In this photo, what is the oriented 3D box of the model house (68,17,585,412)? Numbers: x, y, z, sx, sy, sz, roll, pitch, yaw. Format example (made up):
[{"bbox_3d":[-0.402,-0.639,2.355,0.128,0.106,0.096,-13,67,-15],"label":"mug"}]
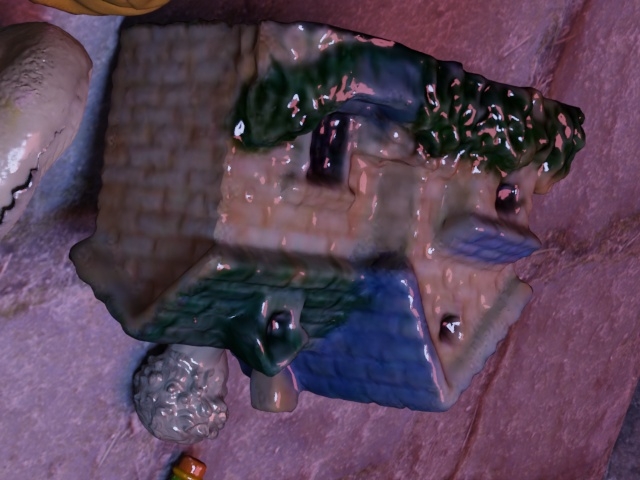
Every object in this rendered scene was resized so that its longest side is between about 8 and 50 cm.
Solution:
[{"bbox_3d":[0.000,0.000,1.811,0.445,0.395,0.400,13,88,-46],"label":"model house"}]

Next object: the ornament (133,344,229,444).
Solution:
[{"bbox_3d":[-0.140,0.117,2.045,0.130,0.120,0.285,8,109,-34],"label":"ornament"}]

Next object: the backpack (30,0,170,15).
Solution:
[{"bbox_3d":[-0.190,-0.375,1.511,0.353,0.201,0.378,-54,144,1],"label":"backpack"}]

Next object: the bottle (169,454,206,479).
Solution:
[{"bbox_3d":[-0.206,0.369,2.209,0.187,0.069,0.069,-61,147,-1],"label":"bottle"}]

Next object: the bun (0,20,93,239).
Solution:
[{"bbox_3d":[-0.311,-0.107,1.564,0.141,0.239,0.239,35,86,-17],"label":"bun"}]
